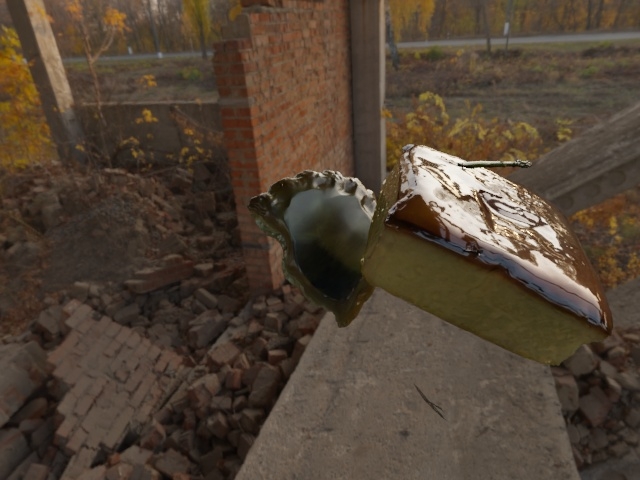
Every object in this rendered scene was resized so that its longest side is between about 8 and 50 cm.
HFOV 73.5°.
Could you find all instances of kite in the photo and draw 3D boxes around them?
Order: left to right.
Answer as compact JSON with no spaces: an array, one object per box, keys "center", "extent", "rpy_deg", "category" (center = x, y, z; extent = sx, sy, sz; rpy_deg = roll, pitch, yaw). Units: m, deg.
[{"center":[0.312,0.459,1.211],"extent":[0.005,0.152,0.137],"rpy_deg":[-41,78,-13],"category":"kite"}]

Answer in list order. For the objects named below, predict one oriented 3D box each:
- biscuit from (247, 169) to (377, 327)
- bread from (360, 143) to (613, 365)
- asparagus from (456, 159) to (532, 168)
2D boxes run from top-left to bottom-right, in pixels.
[{"center":[0.000,0.000,0.903],"extent":[0.335,0.329,0.078],"rpy_deg":[19,-16,-21],"category":"biscuit"},{"center":[0.244,-0.004,0.682],"extent":[0.323,0.143,0.333],"rpy_deg":[25,35,-1],"category":"bread"},{"center":[0.277,-0.120,0.678],"extent":[0.166,0.013,0.016],"rpy_deg":[-6,54,-27],"category":"asparagus"}]
